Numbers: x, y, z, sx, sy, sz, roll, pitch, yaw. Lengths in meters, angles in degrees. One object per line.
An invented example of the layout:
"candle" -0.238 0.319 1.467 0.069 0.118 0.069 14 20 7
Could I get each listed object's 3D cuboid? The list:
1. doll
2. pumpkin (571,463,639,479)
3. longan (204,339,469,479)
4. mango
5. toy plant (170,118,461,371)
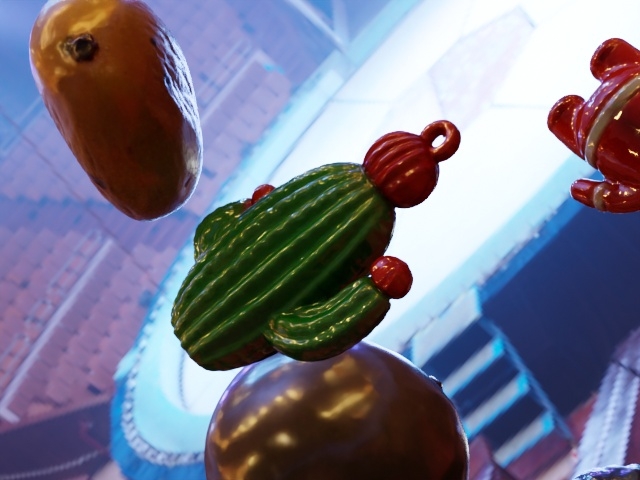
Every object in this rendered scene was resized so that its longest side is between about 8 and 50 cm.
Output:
"doll" 0.261 -0.054 0.793 0.142 0.076 0.245 -56 47 17
"pumpkin" 0.325 0.327 1.178 0.201 0.140 0.202 -8 44 8
"longan" 0.021 0.218 1.216 0.300 0.300 0.243 -70 -16 -54
"mango" -0.148 -0.103 0.886 0.108 0.157 0.262 -23 -19 -1
"toy plant" -0.005 0.013 0.794 0.240 0.088 0.155 -18 55 28
